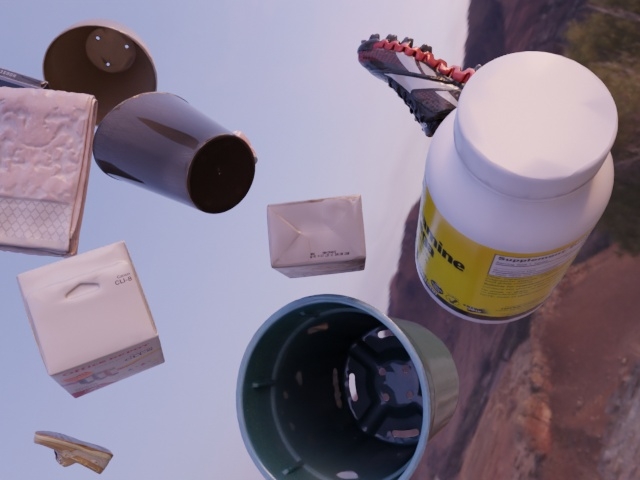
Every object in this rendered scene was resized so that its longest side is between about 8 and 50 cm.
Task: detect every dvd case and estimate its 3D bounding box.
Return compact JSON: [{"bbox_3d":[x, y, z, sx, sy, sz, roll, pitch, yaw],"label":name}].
[{"bbox_3d":[-0.695,-0.310,1.524,0.179,0.239,0.029,104,-176,-57],"label":"dvd case"}]

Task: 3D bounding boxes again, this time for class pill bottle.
[{"bbox_3d":[0.205,-0.044,0.773,0.334,0.188,0.187,81,-147,-64],"label":"pill bottle"}]

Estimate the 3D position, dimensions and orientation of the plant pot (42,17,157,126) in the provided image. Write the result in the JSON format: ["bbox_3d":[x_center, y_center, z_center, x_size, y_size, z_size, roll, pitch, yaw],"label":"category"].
[{"bbox_3d":[-0.571,-0.471,1.857,0.190,0.284,0.284,-99,20,-51],"label":"plant pot"}]

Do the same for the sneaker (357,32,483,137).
[{"bbox_3d":[0.173,-0.254,1.183,0.135,0.276,0.098,-65,-14,3],"label":"sneaker"}]

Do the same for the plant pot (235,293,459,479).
[{"bbox_3d":[0.082,0.270,1.245,0.334,0.341,0.341,13,-80,-63],"label":"plant pot"}]

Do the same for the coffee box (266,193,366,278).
[{"bbox_3d":[0.000,0.000,1.118,0.246,0.141,0.098,70,-165,-83],"label":"coffee box"}]

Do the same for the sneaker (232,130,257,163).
[{"bbox_3d":[-0.196,-0.198,1.455,0.134,0.070,0.051,11,-42,-39],"label":"sneaker"}]

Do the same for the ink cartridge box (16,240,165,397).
[{"bbox_3d":[-0.274,0.101,0.855,0.128,0.127,0.176,-20,-16,-16],"label":"ink cartridge box"}]

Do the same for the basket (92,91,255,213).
[{"bbox_3d":[-0.221,-0.139,1.129,0.204,0.227,0.154,-26,-52,-35],"label":"basket"}]

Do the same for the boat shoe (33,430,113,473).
[{"bbox_3d":[-0.411,0.352,1.152,0.050,0.135,0.045,1,66,63],"label":"boat shoe"}]

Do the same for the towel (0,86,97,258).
[{"bbox_3d":[-0.603,-0.137,1.303,0.053,0.332,0.316,127,148,-82],"label":"towel"}]
